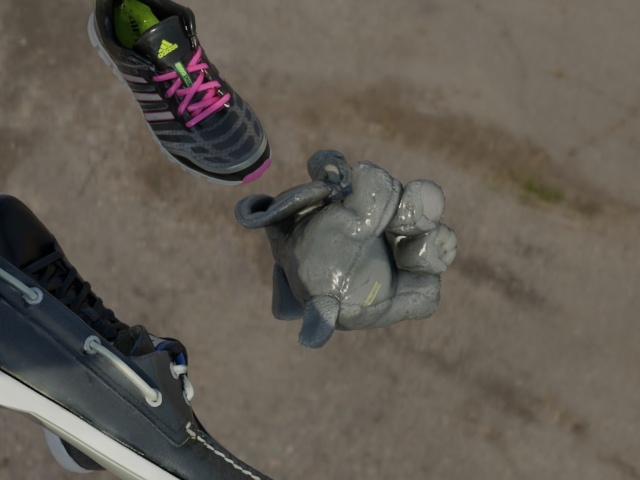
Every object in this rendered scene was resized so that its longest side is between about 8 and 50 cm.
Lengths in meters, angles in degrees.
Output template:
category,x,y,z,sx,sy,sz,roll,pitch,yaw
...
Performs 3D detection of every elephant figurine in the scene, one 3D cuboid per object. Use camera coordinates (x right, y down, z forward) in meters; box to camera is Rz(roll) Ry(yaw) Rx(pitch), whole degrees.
category,x,y,z,sx,sy,sz,roll,pitch,yaw
elephant figurine,0.000,0.000,1.538,0.186,0.169,0.239,7,5,-40

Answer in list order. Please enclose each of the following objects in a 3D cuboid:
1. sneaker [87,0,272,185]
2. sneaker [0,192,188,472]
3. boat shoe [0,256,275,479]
category,x,y,z,sx,sy,sz,roll,pitch,yaw
sneaker,-0.095,-0.108,1.063,0.063,0.075,0.170,-35,73,-14
sneaker,-0.157,0.058,1.143,0.121,0.217,0.079,-10,19,34
boat shoe,-0.132,0.091,1.011,0.302,0.114,0.091,34,74,-27
